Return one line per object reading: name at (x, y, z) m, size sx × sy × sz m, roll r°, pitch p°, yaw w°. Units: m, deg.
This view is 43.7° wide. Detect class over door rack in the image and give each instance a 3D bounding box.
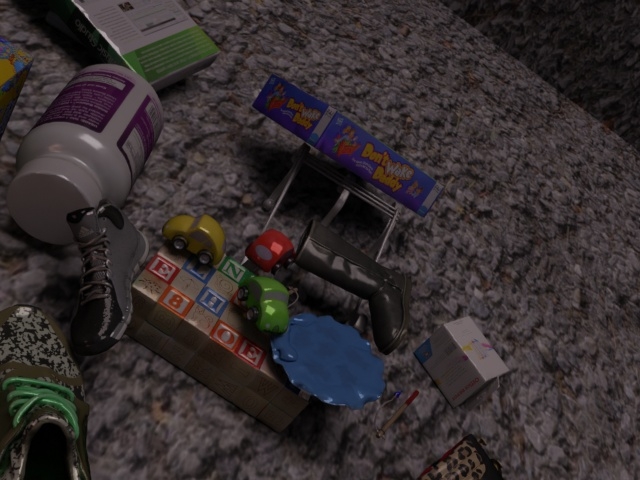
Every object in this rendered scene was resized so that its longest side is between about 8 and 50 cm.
over door rack at (0.000, 0.000, 1.460) m, size 0.239 × 0.108 × 0.324 m, roll 31°, pitch 49°, yaw -11°

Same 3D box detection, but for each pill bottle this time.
pill bottle at (-0.355, -0.132, 1.209) m, size 0.169 × 0.169 × 0.301 m, roll 29°, pitch 35°, yaw -14°

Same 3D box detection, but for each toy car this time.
toy car at (-0.096, 0.043, 1.167) m, size 0.239 × 0.053 × 0.225 m, roll 12°, pitch 32°, yaw -39°

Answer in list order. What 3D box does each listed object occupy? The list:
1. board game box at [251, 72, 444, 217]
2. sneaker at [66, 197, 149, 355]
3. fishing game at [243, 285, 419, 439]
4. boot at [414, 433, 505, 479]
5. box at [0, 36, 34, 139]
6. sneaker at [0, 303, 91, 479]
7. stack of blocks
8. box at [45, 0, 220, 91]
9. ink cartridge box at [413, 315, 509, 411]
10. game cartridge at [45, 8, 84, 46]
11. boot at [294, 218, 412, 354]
board game box at (0.059, -0.185, 1.581) m, size 0.347 × 0.078 × 0.233 m, roll 27°, pitch 8°, yaw -44°
sneaker at (-0.296, 0.030, 1.024) m, size 0.228 × 0.086 × 0.132 m, roll -89°, pitch 162°, yaw -50°
fishing game at (0.009, 0.177, 1.151) m, size 0.264 × 0.041 × 0.189 m, roll 38°, pitch 31°, yaw 13°
boot at (0.305, 0.423, 1.222) m, size 0.377 × 0.138 × 0.284 m, roll -21°, pitch 65°, yaw -46°
box at (-0.597, -0.206, 1.062) m, size 0.290 × 0.177 × 0.279 m, roll 31°, pitch 35°, yaw -10°
sneaker at (-0.295, 0.214, 0.853) m, size 0.158 × 0.182 × 0.410 m, roll 13°, pitch 40°, yaw -33°
stack of blocks at (-0.136, 0.127, 1.185) m, size 0.297 × 0.087 × 0.171 m, roll 35°, pitch 34°, yaw -6°
box at (-0.374, -0.432, 1.525) m, size 0.322 × 0.058 × 0.232 m, roll 48°, pitch 42°, yaw 1°
ink cartridge box at (0.259, 0.225, 1.436) m, size 0.090 × 0.092 × 0.143 m, roll -9°, pitch 58°, yaw -48°
game cartridge at (-0.408, -0.455, 1.635) m, size 0.198 × 0.062 × 0.297 m, roll 36°, pitch 34°, yaw -12°
boot at (0.050, 0.074, 1.323) m, size 0.208 × 0.076 × 0.189 m, roll 34°, pitch 34°, yaw -18°
